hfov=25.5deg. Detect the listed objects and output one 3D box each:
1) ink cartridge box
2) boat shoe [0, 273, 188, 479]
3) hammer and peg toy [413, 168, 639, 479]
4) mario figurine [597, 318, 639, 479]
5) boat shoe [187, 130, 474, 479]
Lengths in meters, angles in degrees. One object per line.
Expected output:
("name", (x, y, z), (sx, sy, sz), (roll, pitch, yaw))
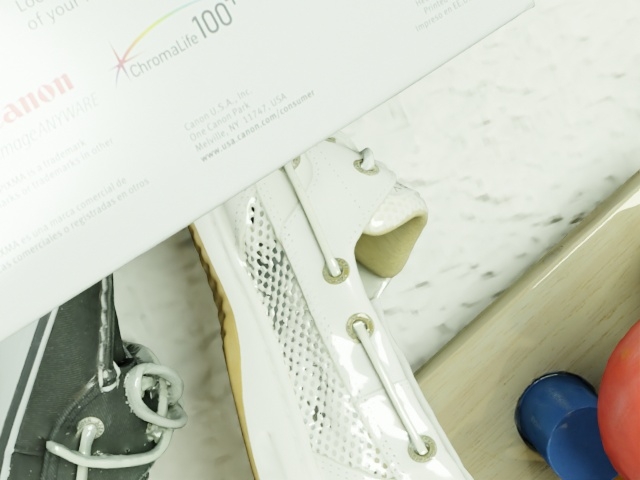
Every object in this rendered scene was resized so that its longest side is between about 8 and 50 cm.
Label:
("ink cartridge box", (-0.131, -0.116, 0.449), (0.309, 0.130, 0.272), (-33, 102, -24))
("boat shoe", (-0.115, 0.079, 0.636), (0.105, 0.113, 0.306), (12, 102, -14))
("hammer and peg toy", (0.190, 0.087, 0.658), (0.361, 0.127, 0.266), (-43, 99, 3))
("mario figurine", (0.220, 0.144, 0.513), (0.320, 0.170, 0.198), (48, 58, -17))
("boat shoe", (0.000, 0.000, 0.600), (0.096, 0.098, 0.277), (-20, 74, 8))
